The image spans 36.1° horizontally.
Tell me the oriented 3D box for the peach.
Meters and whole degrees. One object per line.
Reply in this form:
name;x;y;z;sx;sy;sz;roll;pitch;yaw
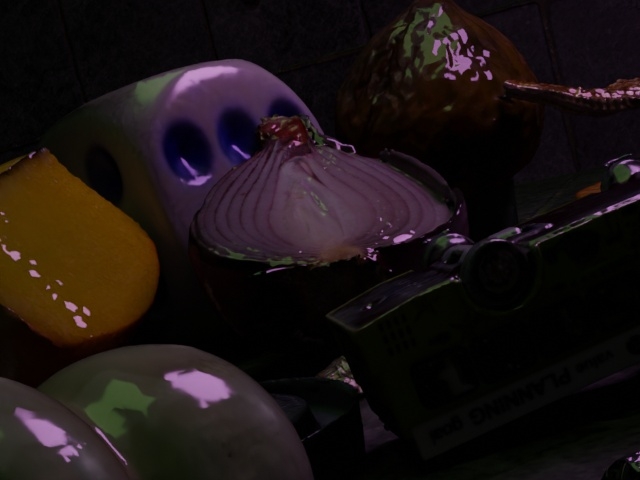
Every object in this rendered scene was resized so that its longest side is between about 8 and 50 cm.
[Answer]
peach;-0.329;0.074;0.987;0.306;0.242;0.380;-39;17;16

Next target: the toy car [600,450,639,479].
toy car;0.106;0.110;0.274;0.071;0.062;0.165;-16;4;-18

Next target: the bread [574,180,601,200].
bread;0.427;-0.051;1.311;0.116;0.077;0.200;-11;3;39

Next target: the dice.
dice;-0.161;-0.033;1.218;0.277;0.304;0.304;-20;0;-39

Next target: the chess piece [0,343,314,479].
chess piece;-0.131;0.118;0.301;0.182;0.182;0.330;-10;0;38

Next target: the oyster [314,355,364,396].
oyster;0.028;0.105;0.780;0.083;0.038;0.081;-14;6;-28

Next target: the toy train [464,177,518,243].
toy train;0.132;-0.007;1.361;0.326;0.129;0.159;-15;10;-30

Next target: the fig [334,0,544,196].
fig;0.141;-0.242;1.308;0.286;0.369;0.286;-11;7;1

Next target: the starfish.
starfish;0.482;-0.121;1.180;0.398;0.132;0.384;4;26;-45

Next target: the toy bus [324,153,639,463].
toy bus;0.164;0.038;0.617;0.301;0.139;0.113;-22;5;-9

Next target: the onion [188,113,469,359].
onion;0.000;0.000;1.010;0.267;0.159;0.349;-5;29;-6

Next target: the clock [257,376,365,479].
clock;-0.076;0.140;0.624;0.215;0.042;0.215;-13;4;1
